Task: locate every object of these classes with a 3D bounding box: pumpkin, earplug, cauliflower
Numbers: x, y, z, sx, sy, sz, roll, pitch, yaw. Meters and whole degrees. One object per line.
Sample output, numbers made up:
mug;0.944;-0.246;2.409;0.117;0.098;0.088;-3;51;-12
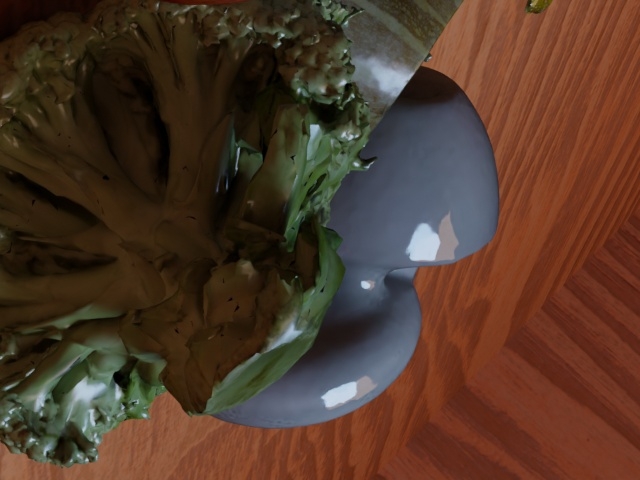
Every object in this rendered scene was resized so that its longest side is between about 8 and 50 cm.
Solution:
pumpkin;0.024;-0.131;1.402;0.217;0.110;0.217;-49;166;-16
earplug;0.006;0.006;1.556;0.325;0.214;0.175;-50;140;-5
cauliflower;-0.071;-0.005;1.077;0.272;0.250;0.275;-19;132;-24

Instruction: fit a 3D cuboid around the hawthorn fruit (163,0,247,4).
hawthorn fruit;-0.046;-0.187;0.886;0.173;0.173;0.173;-45;166;-14

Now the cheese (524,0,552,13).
cheese;0.226;-0.302;1.634;0.156;0.064;0.250;-26;144;-61
